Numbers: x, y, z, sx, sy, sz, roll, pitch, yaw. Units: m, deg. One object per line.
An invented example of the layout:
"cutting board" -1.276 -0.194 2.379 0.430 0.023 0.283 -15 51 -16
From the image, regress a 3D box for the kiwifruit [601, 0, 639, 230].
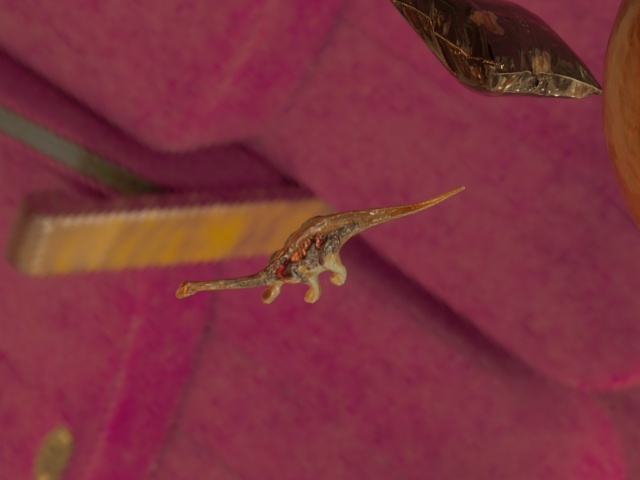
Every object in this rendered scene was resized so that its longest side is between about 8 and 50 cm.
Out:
"kiwifruit" 0.207 -0.066 0.631 0.234 0.196 0.196 -47 147 -15

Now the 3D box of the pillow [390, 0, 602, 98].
"pillow" 0.110 -0.120 1.234 0.048 0.090 0.150 -43 158 26

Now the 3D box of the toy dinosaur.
"toy dinosaur" 0.000 0.008 1.189 0.180 0.037 0.058 -29 156 -12
